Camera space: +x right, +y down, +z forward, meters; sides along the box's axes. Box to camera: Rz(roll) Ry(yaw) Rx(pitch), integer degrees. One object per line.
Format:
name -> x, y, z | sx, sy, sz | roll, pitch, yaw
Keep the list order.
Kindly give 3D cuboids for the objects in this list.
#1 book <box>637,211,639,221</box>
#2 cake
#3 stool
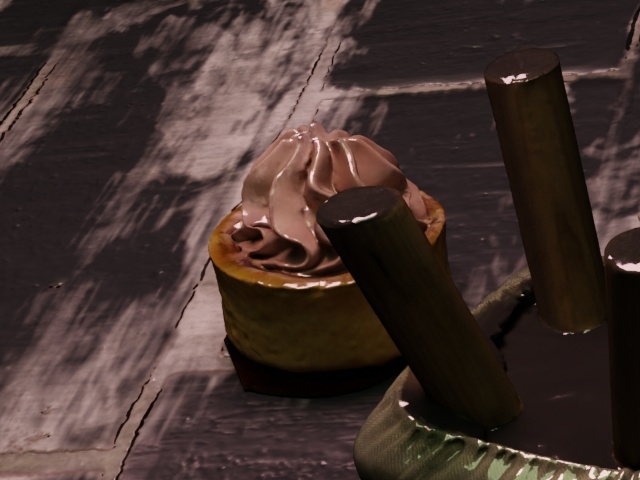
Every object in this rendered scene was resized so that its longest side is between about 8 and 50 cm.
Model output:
book -> 0.380, -0.034, 1.608 | 0.192, 0.013, 0.168 | -27, 31, -22
cake -> 0.000, 0.000, 1.556 | 0.207, 0.178, 0.185 | -37, 37, -30
stool -> 0.187, 0.034, 1.363 | 0.310, 0.226, 0.310 | 8, 36, 37
